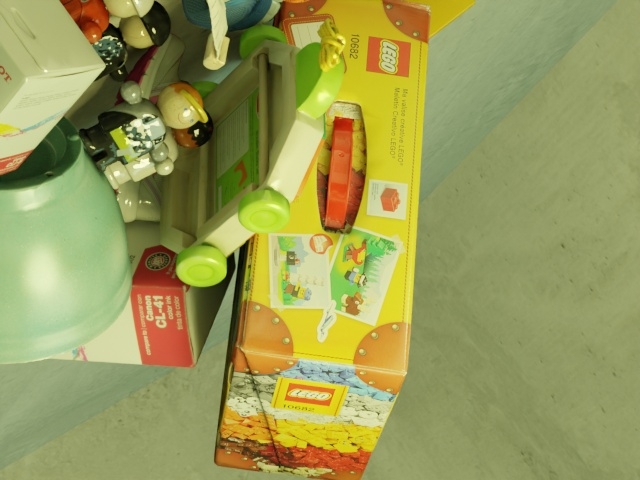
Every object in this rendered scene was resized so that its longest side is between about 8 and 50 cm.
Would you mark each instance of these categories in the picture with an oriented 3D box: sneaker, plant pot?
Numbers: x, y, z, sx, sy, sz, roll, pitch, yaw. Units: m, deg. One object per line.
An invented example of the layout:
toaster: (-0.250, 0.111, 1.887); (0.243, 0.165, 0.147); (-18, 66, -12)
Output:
sneaker: (-0.104, -0.319, 1.744); (0.147, 0.129, 0.330); (-8, 167, -22)
plant pot: (-0.355, -0.033, 1.793); (0.293, 0.293, 0.196); (-30, 141, -38)
sneaker: (-0.195, -0.131, 1.977); (0.111, 0.252, 0.103); (15, 168, -22)

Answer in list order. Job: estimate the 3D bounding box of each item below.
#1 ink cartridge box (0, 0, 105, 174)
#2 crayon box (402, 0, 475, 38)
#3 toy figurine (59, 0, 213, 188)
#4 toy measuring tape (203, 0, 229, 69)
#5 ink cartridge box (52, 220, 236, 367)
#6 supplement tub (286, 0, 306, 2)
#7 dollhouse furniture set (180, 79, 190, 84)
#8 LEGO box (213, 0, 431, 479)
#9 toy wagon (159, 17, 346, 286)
ink cartridge box: (-0.330, -0.160, 1.593); (0.176, 0.128, 0.127); (-42, 169, 32)
crayon box: (0.107, -0.311, 2.348); (0.202, 0.081, 0.318); (-37, -174, -2)
toy figurine: (-0.206, -0.174, 1.729); (0.148, 0.209, 0.213); (-28, 171, -4)
toy measuring tape: (-0.160, -0.281, 1.580); (0.121, 0.121, 0.330); (-35, 155, -15)
ink cartridge box: (-0.280, 0.038, 2.002); (0.226, 0.306, 0.131); (-73, 164, -53)
supplement tub: (-0.007, -0.363, 1.840); (0.117, 0.117, 0.190); (-31, 170, -31)
dollhouse furniture set: (-0.221, -0.122, 2.302); (0.262, 0.135, 0.259); (-42, 158, 24)
LEGO box: (0.000, 0.000, 1.993); (0.193, 0.500, 0.372); (8, 151, -4)
toy wagon: (-0.070, -0.114, 1.780); (0.068, 0.267, 0.344); (24, 136, -30)
